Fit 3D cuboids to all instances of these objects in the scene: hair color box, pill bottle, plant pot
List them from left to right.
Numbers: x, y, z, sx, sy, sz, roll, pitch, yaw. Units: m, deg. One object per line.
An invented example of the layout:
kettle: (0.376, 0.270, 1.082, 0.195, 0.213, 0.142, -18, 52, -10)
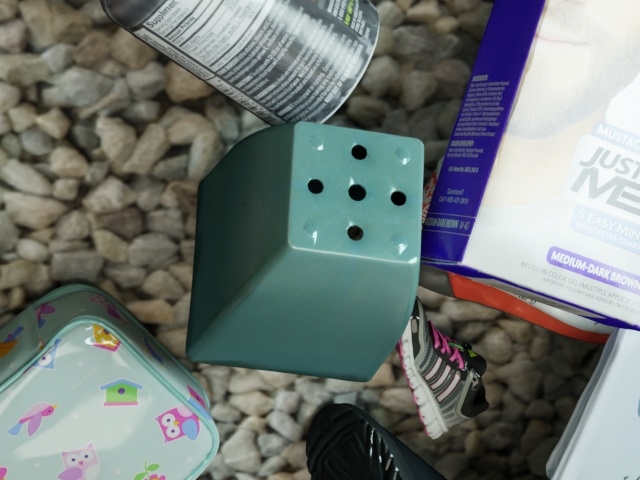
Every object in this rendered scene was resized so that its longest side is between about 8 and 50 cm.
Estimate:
pill bottle: (-0.083, -0.197, 1.490, 0.245, 0.130, 0.130, 33, 111, -24)
plant pot: (0.000, 0.000, 1.532, 0.165, 0.166, 0.234, 8, 160, -14)
hair color box: (0.221, -0.115, 1.514, 0.185, 0.110, 0.339, 19, 86, -19)

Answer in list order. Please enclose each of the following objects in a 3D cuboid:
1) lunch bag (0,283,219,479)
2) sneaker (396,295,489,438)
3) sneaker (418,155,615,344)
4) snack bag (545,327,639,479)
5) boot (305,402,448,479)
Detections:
lunch bag: (-0.242, 0.193, 1.698, 0.279, 0.108, 0.224, -41, 118, 7)
sneaker: (0.112, 0.108, 1.742, 0.074, 0.063, 0.170, -18, 126, 3)
sneaker: (0.210, -0.003, 1.672, 0.270, 0.090, 0.145, 16, 120, -14)
snack bag: (0.301, 0.195, 1.729, 0.323, 0.037, 0.343, -5, 124, -47)
boot: (0.121, 0.253, 1.796, 0.207, 0.246, 0.094, 6, 124, -52)
